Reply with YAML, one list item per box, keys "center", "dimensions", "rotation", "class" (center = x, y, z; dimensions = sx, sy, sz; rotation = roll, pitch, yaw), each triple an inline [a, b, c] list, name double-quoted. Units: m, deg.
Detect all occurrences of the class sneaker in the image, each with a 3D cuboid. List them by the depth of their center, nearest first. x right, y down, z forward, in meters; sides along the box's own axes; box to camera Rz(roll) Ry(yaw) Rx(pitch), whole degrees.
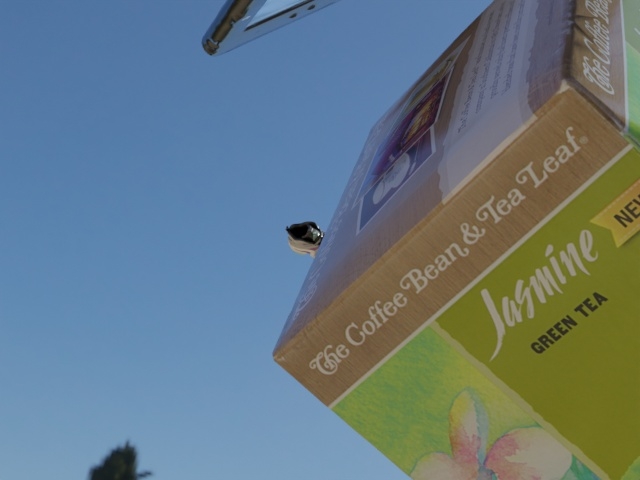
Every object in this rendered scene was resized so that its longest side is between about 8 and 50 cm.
- center: [0.000, 0.000, 1.591]
  dimensions: [0.098, 0.038, 0.069]
  rotation: [8, -23, 14]
  class: "sneaker"

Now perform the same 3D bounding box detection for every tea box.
- center: [0.185, 0.025, 0.733]
  dimensions: [0.323, 0.329, 0.220]
  rotation: [40, -62, -10]
  class: "tea box"

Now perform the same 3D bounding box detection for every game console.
- center: [0.041, -0.332, 1.426]
  dimensions: [0.060, 0.342, 0.386]
  rotation: [59, -15, -3]
  class: "game console"
